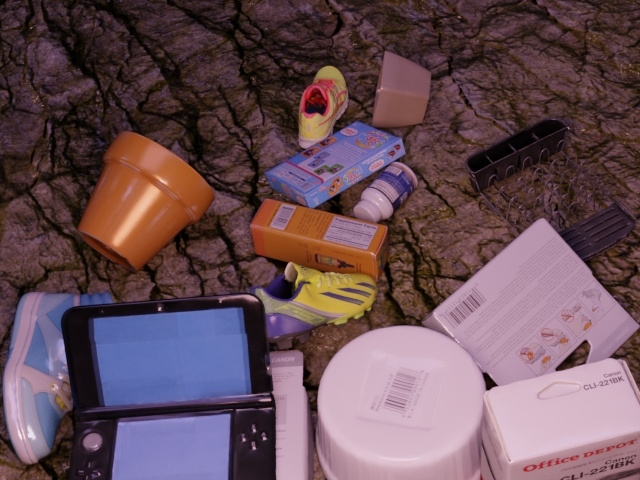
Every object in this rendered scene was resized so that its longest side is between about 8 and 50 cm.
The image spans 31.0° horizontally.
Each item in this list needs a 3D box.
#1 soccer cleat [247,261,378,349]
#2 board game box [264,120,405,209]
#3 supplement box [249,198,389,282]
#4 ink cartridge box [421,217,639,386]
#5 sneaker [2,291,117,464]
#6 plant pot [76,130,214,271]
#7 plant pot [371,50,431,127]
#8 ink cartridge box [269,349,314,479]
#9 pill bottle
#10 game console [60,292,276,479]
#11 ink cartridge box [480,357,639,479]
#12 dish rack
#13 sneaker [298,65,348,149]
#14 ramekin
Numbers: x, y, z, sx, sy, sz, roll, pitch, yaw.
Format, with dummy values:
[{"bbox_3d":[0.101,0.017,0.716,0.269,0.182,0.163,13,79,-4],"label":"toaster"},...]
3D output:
[{"bbox_3d":[-0.006,0.084,1.840,0.093,0.121,0.289,-7,8,42],"label":"soccer cleat"},{"bbox_3d":[0.026,-0.141,2.100,0.211,0.039,0.160,-31,30,-17],"label":"board game box"},{"bbox_3d":[0.000,0.000,1.997,0.233,0.078,0.080,16,51,18],"label":"supplement box"},{"bbox_3d":[0.338,0.132,1.845,0.275,0.060,0.239,-38,83,-25],"label":"ink cartridge box"},{"bbox_3d":[-0.386,0.201,1.846,0.208,0.127,0.319,-8,50,3],"label":"sneaker"},{"bbox_3d":[-0.321,-0.056,2.021,0.205,0.205,0.188,25,72,25],"label":"plant pot"},{"bbox_3d":[0.156,-0.280,2.200,0.096,0.109,0.109,9,51,-1],"label":"plant pot"},{"bbox_3d":[-0.167,0.313,1.720,0.309,0.130,0.272,-3,48,4],"label":"ink cartridge box"},{"bbox_3d":[0.114,-0.080,2.055,0.067,0.067,0.120,29,59,27],"label":"pill bottle"},{"bbox_3d":[-0.214,0.229,1.597,0.293,0.173,0.250,-5,46,3],"label":"game console"},{"bbox_3d":[0.327,0.298,1.575,0.197,0.273,0.114,-13,49,-4],"label":"ink cartridge box"},{"bbox_3d":[0.405,-0.078,2.013,0.208,0.074,0.271,-27,53,-14],"label":"dish rack"},{"bbox_3d":[0.004,-0.273,2.214,0.081,0.094,0.208,2,49,11],"label":"sneaker"},{"bbox_3d":[0.123,0.259,1.725,0.277,0.135,0.277,-3,50,4],"label":"ramekin"}]
